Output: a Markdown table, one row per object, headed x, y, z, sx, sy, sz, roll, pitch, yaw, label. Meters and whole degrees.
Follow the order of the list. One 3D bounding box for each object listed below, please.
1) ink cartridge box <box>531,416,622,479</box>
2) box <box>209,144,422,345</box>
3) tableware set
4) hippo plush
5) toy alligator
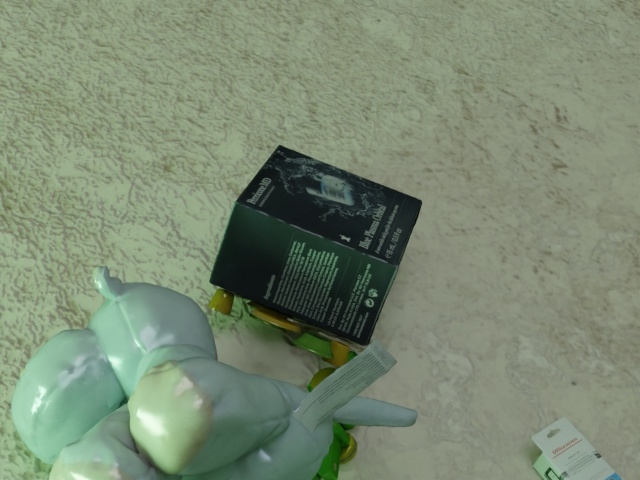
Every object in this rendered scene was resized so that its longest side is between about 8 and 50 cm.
| x | y | z | sx | sy | sz | roll | pitch | yaw | label |
| --- | --- | --- | --- | --- | --- | --- | --- | --- | --- |
| 0.229 | 0.207 | 0.987 | 0.048 | 0.028 | 0.083 | -23 | 60 | -30 | ink cartridge box |
| 0.000 | 0.000 | 1.028 | 0.158 | 0.093 | 0.156 | 21 | 28 | 4 | box |
| -0.036 | 0.079 | 0.974 | 0.154 | 0.024 | 0.104 | 23 | 1 | 34 | tableware set |
| -0.127 | 0.113 | 0.835 | 0.294 | 0.234 | 0.236 | -40 | 55 | -12 | hippo plush |
| -0.003 | 0.175 | 0.943 | 0.051 | 0.056 | 0.189 | -12 | 41 | 28 | toy alligator |
